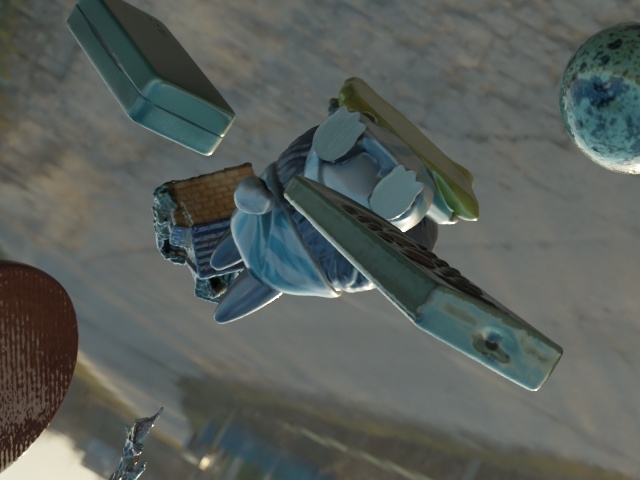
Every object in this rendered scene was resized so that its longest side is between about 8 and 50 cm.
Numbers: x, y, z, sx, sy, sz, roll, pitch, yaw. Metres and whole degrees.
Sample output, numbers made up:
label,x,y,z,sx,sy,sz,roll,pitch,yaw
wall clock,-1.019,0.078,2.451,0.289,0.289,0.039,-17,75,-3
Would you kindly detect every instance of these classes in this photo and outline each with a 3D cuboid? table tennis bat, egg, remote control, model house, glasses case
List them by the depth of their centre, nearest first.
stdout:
label,x,y,z,sx,sy,sz,roll,pitch,yaw
remote control,0.066,0.018,1.048,0.123,0.038,0.285,30,-173,-26
glasses case,-0.132,-0.132,1.081,0.078,0.039,0.184,24,-162,-37
table tennis bat,-0.307,0.126,1.136,0.038,0.200,0.310,19,-153,33
egg,0.289,-0.127,1.318,0.132,0.132,0.172,26,163,23
model house,-0.156,0.011,2.187,0.172,0.166,0.183,62,156,27

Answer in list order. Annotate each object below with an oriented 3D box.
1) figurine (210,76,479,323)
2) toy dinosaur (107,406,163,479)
label,x,y,z,sx,sy,sz,roll,pitch,yaw
figurine,0.000,0.000,1.870,0.266,0.378,0.361,43,-167,8
toy dinosaur,-0.255,0.288,1.885,0.032,0.220,0.108,22,-144,-16
